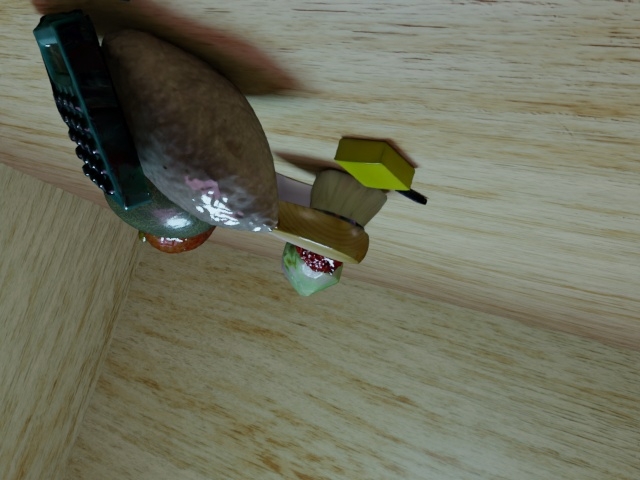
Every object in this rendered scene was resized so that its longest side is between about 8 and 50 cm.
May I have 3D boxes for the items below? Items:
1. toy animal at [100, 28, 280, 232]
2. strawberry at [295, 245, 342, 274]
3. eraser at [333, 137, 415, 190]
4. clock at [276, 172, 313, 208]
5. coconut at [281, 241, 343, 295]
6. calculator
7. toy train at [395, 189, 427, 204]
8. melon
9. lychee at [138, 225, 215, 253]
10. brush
[{"bbox_3d":[-0.189,-0.152,0.894,0.358,0.188,0.226,54,160,-13],"label":"toy animal"},{"bbox_3d":[0.000,0.000,1.649,0.201,0.187,0.184,32,137,2],"label":"strawberry"},{"bbox_3d":[0.096,-0.132,1.022,0.097,0.045,0.122,10,168,36],"label":"eraser"},{"bbox_3d":[-0.109,-0.115,1.424,0.290,0.080,0.275,14,171,19],"label":"clock"},{"bbox_3d":[-0.025,0.062,1.852,0.235,0.236,0.204,12,172,33],"label":"coconut"},{"bbox_3d":[-0.330,-0.180,0.829,0.058,0.274,0.248,-24,-153,-23],"label":"calculator"},{"bbox_3d":[0.185,-0.092,1.192,0.083,0.017,0.017,24,172,-35],"label":"toy train"},{"bbox_3d":[-0.329,-0.126,1.246,0.301,0.238,0.237,11,170,34],"label":"melon"},{"bbox_3d":[-0.422,-0.089,1.656,0.299,0.255,0.255,-18,170,0],"label":"lychee"},{"bbox_3d":[-0.006,-0.065,1.247,0.266,0.166,0.174,19,173,-9],"label":"brush"}]
